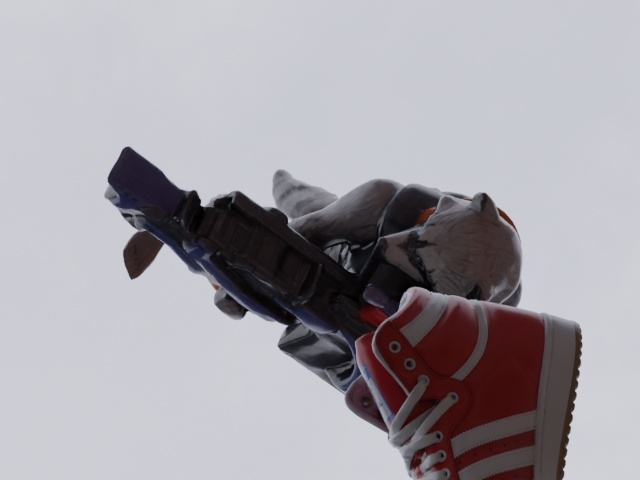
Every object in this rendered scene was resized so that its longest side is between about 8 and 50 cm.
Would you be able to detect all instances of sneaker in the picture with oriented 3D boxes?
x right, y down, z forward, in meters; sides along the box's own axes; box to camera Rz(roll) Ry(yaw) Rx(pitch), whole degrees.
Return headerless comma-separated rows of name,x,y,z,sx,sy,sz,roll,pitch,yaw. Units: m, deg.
sneaker,0.035,0.066,0.419,0.067,0.042,0.118,17,-127,-4

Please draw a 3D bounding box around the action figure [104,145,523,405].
action figure,0.000,0.000,0.985,0.341,0.330,0.178,40,-112,-28
